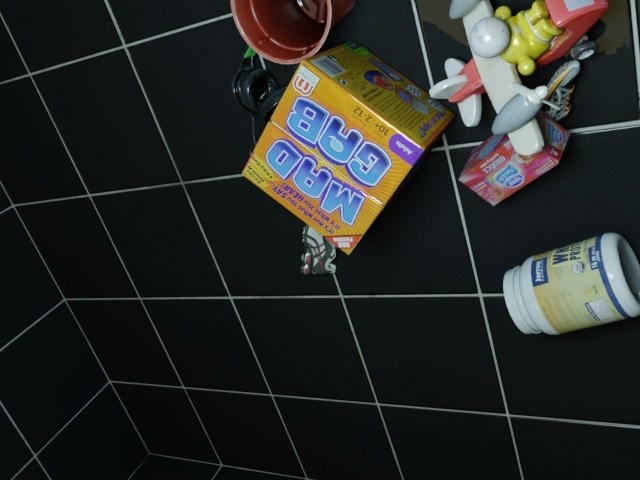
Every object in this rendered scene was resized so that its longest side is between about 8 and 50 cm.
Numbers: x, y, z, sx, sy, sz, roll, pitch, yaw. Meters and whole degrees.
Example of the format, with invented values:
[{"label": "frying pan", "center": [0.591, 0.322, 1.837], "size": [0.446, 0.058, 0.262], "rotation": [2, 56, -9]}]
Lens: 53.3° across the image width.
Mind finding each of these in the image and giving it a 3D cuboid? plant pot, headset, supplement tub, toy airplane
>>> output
[{"label": "plant pot", "center": [-0.043, -0.618, 1.616], "size": [0.272, 0.265, 0.273], "rotation": [14, 125, 21]}, {"label": "headset", "center": [-0.137, -0.414, 1.872], "size": [0.243, 0.185, 0.394], "rotation": [38, 128, 23]}, {"label": "supplement tub", "center": [0.683, 0.127, 1.726], "size": [0.316, 0.228, 0.228], "rotation": [-23, 107, 37]}, {"label": "toy airplane", "center": [0.404, -0.429, 1.460], "size": [0.386, 0.272, 0.385], "rotation": [31, 107, 36]}]

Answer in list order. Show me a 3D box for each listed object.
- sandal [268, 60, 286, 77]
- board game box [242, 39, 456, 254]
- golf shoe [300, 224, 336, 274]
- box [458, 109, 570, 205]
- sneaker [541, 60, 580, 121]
[{"label": "sandal", "center": [-0.141, -0.559, 1.854], "size": [0.067, 0.040, 0.179], "rotation": [4, 122, 29]}, {"label": "board game box", "center": [0.083, -0.257, 1.690], "size": [0.356, 0.356, 0.356], "rotation": [37, 123, 5]}, {"label": "golf shoe", "center": [0.000, 0.000, 2.121], "size": [0.120, 0.105, 0.273], "rotation": [8, 131, 6]}, {"label": "box", "center": [0.489, -0.213, 1.628], "size": [0.128, 0.123, 0.257], "rotation": [36, 149, -8]}, {"label": "sneaker", "center": [0.585, -0.347, 1.572], "size": [0.083, 0.084, 0.215], "rotation": [31, 141, 9]}]
